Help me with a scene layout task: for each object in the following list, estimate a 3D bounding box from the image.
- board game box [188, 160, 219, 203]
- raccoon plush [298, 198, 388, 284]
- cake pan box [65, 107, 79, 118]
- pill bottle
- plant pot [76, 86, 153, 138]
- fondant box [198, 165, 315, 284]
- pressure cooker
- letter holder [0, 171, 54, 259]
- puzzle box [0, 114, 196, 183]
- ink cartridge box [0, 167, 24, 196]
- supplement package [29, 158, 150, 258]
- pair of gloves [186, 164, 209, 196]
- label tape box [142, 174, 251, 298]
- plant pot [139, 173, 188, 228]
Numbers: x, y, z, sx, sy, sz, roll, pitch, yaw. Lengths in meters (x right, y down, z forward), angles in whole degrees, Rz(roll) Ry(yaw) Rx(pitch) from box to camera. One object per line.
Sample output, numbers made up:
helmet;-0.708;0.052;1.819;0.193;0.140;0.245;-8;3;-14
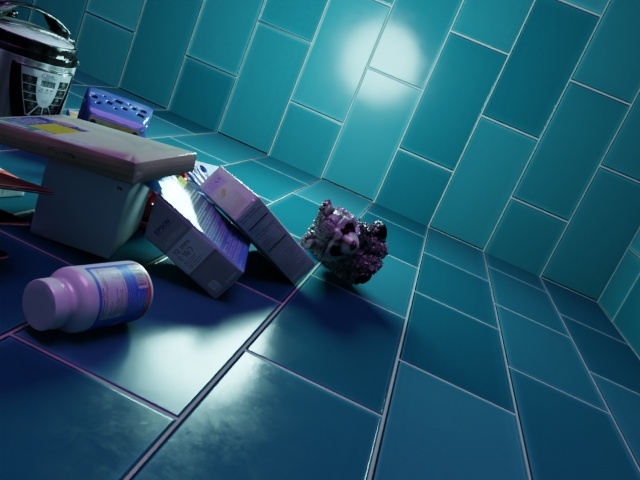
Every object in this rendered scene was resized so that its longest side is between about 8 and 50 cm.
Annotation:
board game box;-0.465;-0.230;2.420;0.319;0.066;0.318;12;19;-35
raccoon plush;0.000;0.000;2.056;0.299;0.216;0.446;27;-18;-33
cake pan box;-0.858;-0.422;2.514;0.267;0.070;0.246;15;19;-29
pill bottle;-0.434;0.106;1.201;0.124;0.124;0.221;30;17;25
plant pot;-0.722;-0.359;2.198;0.236;0.236;0.212;17;23;-23
fondant box;-0.181;-0.042;1.852;0.238;0.096;0.330;39;-10;46
pressure cooker;-1.020;-0.579;2.132;0.376;0.420;0.370;18;14;-19
letter holder;-0.718;-0.074;1.270;0.302;0.152;0.214;17;6;19
puzzle box;-0.540;-0.226;1.529;0.409;0.052;0.272;17;17;15
ink cartridge box;-0.868;-0.156;1.624;0.145;0.045;0.179;27;13;16
supplement package;-0.559;-0.110;1.608;0.198;0.199;0.262;20;15;-6
pair of gloves;-0.441;-0.197;2.226;0.159;0.023;0.198;44;42;-8
label tape box;-0.343;-0.040;1.633;0.348;0.115;0.249;42;12;-13
plant pot;-0.496;-0.135;1.840;0.191;0.174;0.191;22;15;-6
